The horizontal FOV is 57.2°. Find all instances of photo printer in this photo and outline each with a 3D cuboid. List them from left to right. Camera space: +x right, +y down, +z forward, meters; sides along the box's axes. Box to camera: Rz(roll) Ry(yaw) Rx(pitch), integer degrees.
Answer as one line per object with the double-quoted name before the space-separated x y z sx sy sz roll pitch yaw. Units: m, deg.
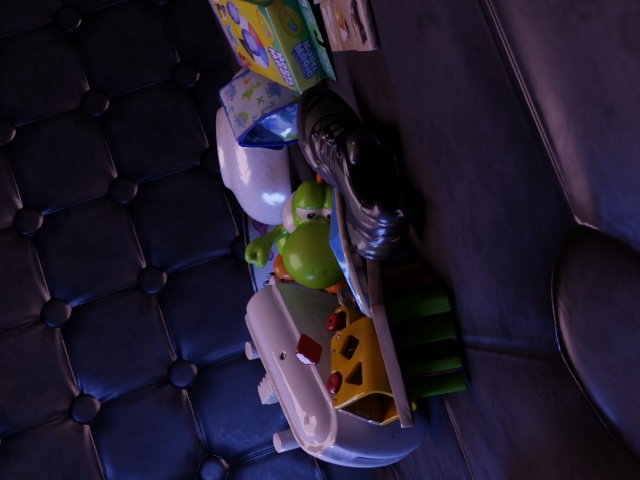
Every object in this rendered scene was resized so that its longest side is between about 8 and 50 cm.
"photo printer" 0.031 0.225 0.969 0.256 0.107 0.307 19 -149 -46

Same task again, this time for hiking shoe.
"hiking shoe" 0.043 -0.098 0.637 0.227 0.086 0.114 63 158 22

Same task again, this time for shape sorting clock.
"shape sorting clock" 0.054 -0.001 0.775 0.206 0.040 0.206 -15 -90 -74

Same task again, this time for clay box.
"clay box" -0.072 -0.287 0.814 0.222 0.053 0.127 39 161 47

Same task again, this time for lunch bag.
"lunch bag" -0.074 -0.213 0.916 0.096 0.151 0.129 79 169 -53

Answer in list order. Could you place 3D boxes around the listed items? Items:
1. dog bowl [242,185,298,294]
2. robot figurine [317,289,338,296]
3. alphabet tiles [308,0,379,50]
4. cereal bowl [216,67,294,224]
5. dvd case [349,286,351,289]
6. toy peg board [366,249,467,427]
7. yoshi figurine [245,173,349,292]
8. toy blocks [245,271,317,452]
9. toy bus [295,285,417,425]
"dog bowl" -0.120 0.012 1.753 0.408 0.150 0.408 -8 -90 -88
"robot figurine" 0.046 0.251 1.635 0.211 0.085 0.291 -161 51 -82
"alphabet tiles" -0.012 -0.357 0.570 0.285 0.011 0.342 -126 18 -70
"cereal bowl" -0.131 -0.194 1.200 0.339 0.141 0.339 175 90 -88
"dvd case" 0.049 0.055 1.323 0.087 0.013 0.119 -118 9 -56
"toy peg board" 0.108 0.092 0.668 0.160 0.079 0.161 -84 -20 -64
"yoshi figurine" -0.014 0.024 1.026 0.203 0.203 0.362 55 168 14
"toy blocks" 0.015 0.252 1.282 0.309 0.260 0.288 66 147 30
"toy bus" 0.077 0.152 0.828 0.202 0.104 0.191 56 -144 6
